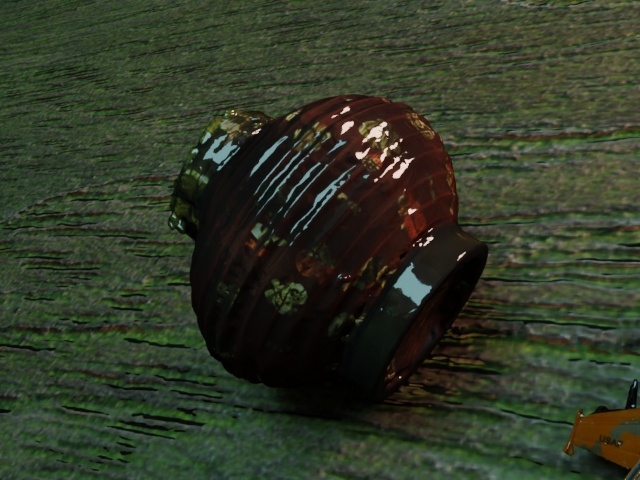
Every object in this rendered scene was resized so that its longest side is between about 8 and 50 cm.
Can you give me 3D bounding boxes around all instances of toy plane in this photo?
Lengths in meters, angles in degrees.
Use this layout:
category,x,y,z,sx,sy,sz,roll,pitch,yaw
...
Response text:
category,x,y,z,sx,sy,sz,roll,pitch,yaw
toy plane,0.217,0.101,0.488,0.135,0.062,0.188,14,75,43

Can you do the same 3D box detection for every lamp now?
category,x,y,z,sx,sy,sz,roll,pitch,yaw
lamp,0.000,0.000,0.634,0.246,0.247,0.247,-18,40,16
